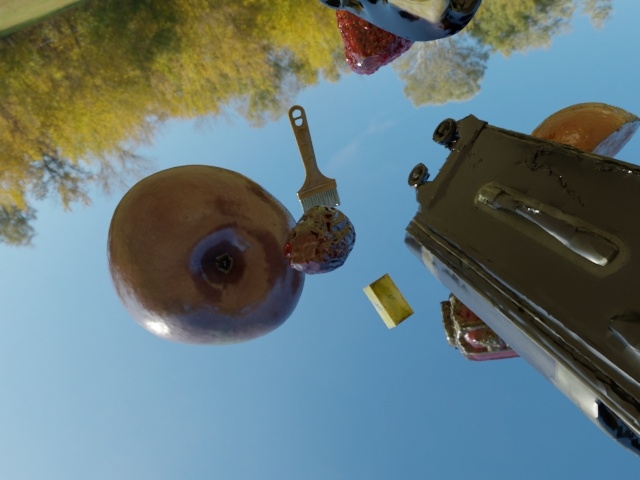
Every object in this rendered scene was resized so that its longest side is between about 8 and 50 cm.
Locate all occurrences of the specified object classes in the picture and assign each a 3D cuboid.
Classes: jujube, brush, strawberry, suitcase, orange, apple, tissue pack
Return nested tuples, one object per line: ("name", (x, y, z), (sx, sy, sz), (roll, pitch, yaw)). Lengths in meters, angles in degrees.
("jujube", (0.000, 0.000, 0.535), (0.077, 0.077, 0.129), (-13, -168, 15))
("brush", (-0.026, -0.187, 1.082), (0.103, 0.272, 0.013), (-22, -151, -11))
("strawberry", (0.152, -0.549, 1.128), (0.239, 0.250, 0.288), (3, -118, 28))
("suitcase", (0.259, 0.035, 0.406), (0.194, 0.283, 0.434), (-60, -156, 11))
("orange", (0.613, -0.198, 1.073), (0.310, 0.274, 0.274), (8, -153, -19))
("apple", (-0.172, 0.027, 0.704), (0.306, 0.305, 0.235), (-32, -163, -13))
("tissue pack", (0.246, 0.218, 1.651), (0.095, 0.176, 0.062), (-29, 172, -24))

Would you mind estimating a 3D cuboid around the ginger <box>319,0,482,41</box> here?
("ginger", (0.046, -0.394, 0.405), (0.358, 0.211, 0.413), (-39, -118, 32))

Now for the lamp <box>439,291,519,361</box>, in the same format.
("lamp", (0.388, 0.154, 0.929), (0.274, 0.177, 0.177), (-9, -145, 18))
